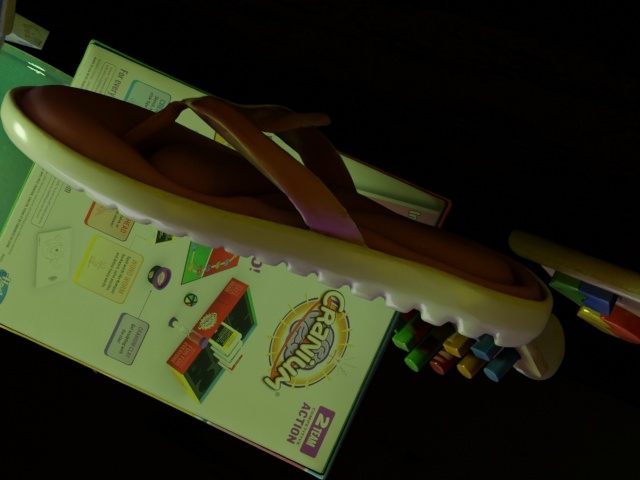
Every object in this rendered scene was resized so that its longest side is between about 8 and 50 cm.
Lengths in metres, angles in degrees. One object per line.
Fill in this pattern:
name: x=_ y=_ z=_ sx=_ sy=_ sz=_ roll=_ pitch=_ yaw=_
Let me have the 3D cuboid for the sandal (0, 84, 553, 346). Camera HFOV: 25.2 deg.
sandal: x=-0.014 y=-0.045 z=0.995 sx=0.416 sy=0.102 sz=0.169 roll=21 pitch=-165 yaw=-22

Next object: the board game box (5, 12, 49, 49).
board game box: x=-0.290 y=-0.195 z=1.223 sx=0.090 sy=0.020 sz=0.090 roll=28 pitch=175 yaw=-40

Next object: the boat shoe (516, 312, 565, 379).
boat shoe: x=0.210 y=0.092 z=1.669 sx=0.070 sy=0.078 sz=0.219 roll=21 pitch=167 yaw=47

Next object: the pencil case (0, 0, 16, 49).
pencil case: x=-0.323 y=-0.179 z=0.935 sx=0.273 sy=0.113 sz=0.124 roll=23 pitch=-175 yaw=35

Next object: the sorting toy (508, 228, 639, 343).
sorting toy: x=0.256 y=0.060 z=1.101 sx=0.193 sy=0.038 sz=0.208 roll=23 pitch=176 yaw=32

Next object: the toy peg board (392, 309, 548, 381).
toy peg board: x=0.134 y=0.086 z=1.513 sx=0.161 sy=0.079 sz=0.161 roll=21 pitch=150 yaw=50

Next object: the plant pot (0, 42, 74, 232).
plant pot: x=-0.318 y=-0.045 z=1.568 sx=0.272 sy=0.255 sz=0.271 roll=30 pitch=174 yaw=3

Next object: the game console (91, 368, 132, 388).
game console: x=-0.062 y=0.071 z=1.552 sx=0.250 sy=0.173 sz=0.293 roll=-22 pitch=147 yaw=33

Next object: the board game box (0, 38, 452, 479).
board game box: x=-0.088 y=0.015 z=1.146 sx=0.316 sy=0.242 sz=0.064 roll=25 pitch=178 yaw=5
